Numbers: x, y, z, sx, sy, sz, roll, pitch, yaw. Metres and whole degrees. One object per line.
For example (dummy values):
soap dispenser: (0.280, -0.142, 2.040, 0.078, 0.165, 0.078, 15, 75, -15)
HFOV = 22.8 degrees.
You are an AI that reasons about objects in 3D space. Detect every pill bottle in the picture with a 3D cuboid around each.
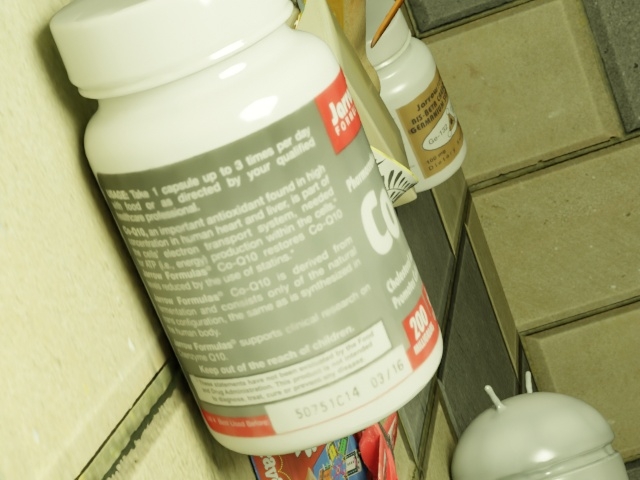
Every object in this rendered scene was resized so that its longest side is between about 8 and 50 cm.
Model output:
pill bottle: (-0.044, -0.028, 0.960, 0.161, 0.161, 0.283, -81, 151, -68)
pill bottle: (0.087, -0.180, 1.955, 0.131, 0.131, 0.229, -95, 163, -51)

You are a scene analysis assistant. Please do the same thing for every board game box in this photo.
board game box: (-0.004, 0.162, 1.217, 0.281, 0.027, 0.145, -41, 111, -79)

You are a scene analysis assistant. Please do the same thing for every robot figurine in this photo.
robot figurine: (0.274, 0.331, 1.866, 0.300, 0.199, 0.354, -1, 72, -72)

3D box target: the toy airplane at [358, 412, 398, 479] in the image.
toy airplane: (0.055, 0.199, 1.305, 0.151, 0.028, 0.151, -17, 90, -78)

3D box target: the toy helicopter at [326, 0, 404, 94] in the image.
toy helicopter: (0.032, -0.271, 1.661, 0.140, 0.235, 0.355, -55, 151, -41)

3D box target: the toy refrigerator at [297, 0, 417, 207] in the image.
toy refrigerator: (0.003, -0.119, 1.510, 0.269, 0.102, 0.094, 52, 22, -59)

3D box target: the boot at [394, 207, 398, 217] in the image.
boot: (0.053, -0.037, 1.792, 0.099, 0.045, 0.121, 56, 20, -46)

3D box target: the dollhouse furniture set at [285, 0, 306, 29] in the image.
dollhouse furniture set: (-0.083, -0.248, 1.215, 0.301, 0.151, 0.198, 60, 51, -82)

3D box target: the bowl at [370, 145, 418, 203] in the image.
bowl: (-0.012, -0.053, 1.313, 0.080, 0.170, 0.170, -63, 162, -3)
